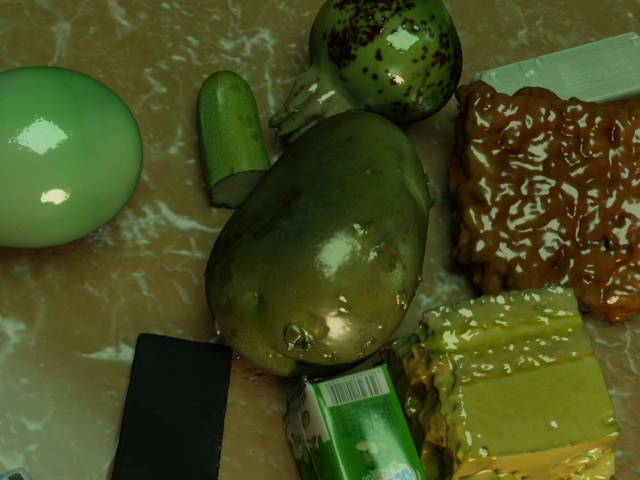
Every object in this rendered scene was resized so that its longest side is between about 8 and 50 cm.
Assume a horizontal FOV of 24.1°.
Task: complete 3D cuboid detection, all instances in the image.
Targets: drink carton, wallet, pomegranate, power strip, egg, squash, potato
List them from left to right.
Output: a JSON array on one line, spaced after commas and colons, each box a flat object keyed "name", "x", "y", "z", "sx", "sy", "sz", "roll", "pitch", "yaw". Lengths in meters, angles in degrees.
[{"name": "egg", "x": -0.350, "y": -0.100, "z": 1.816, "sx": 0.270, "sy": 0.220, "sz": 0.220, "roll": -6, "pitch": 67, "yaw": -13}, {"name": "wallet", "x": -0.176, "y": 0.219, "z": 1.794, "sx": 0.124, "sy": 0.025, "sz": 0.244, "roll": 11, "pitch": 50, "yaw": -8}, {"name": "squash", "x": -0.121, "y": -0.146, "z": 1.976, "sx": 0.095, "sy": 0.095, "sz": 0.188, "roll": -6, "pitch": 64, "yaw": -18}, {"name": "potato", "x": 0.017, "y": -0.004, "z": 1.844, "sx": 0.219, "sy": 0.270, "sz": 0.359, "roll": 51, "pitch": 58, "yaw": -40}, {"name": "pomegranate", "x": 0.049, "y": -0.242, "z": 2.003, "sx": 0.277, "sy": 0.222, "sz": 0.204, "roll": -15, "pitch": 85, "yaw": -2}, {"name": "drink carton", "x": 0.049, "y": 0.295, "z": 1.770, "sx": 0.108, "sy": 0.161, "sz": 0.271, "roll": -11, "pitch": 66, "yaw": -19}, {"name": "power strip", "x": 0.344, "y": -0.221, "z": 2.152, "sx": 0.338, "sy": 0.058, "sz": 0.098, "roll": -16, "pitch": 71, "yaw": -22}]

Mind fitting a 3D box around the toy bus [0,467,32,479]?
[{"name": "toy bus", "x": -0.338, "y": 0.324, "z": 1.707, "sx": 0.075, "sy": 0.060, "sz": 0.123, "roll": -29, "pitch": 73, "yaw": -28}]

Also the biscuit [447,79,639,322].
[{"name": "biscuit", "x": 0.324, "y": -0.056, "z": 2.016, "sx": 0.312, "sy": 0.110, "sz": 0.318, "roll": 6, "pitch": 79, "yaw": -13}]

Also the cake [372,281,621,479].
[{"name": "cake", "x": 0.218, "y": 0.229, "z": 1.811, "sx": 0.227, "sy": 0.222, "sz": 0.286, "roll": -9, "pitch": 68, "yaw": -17}]
